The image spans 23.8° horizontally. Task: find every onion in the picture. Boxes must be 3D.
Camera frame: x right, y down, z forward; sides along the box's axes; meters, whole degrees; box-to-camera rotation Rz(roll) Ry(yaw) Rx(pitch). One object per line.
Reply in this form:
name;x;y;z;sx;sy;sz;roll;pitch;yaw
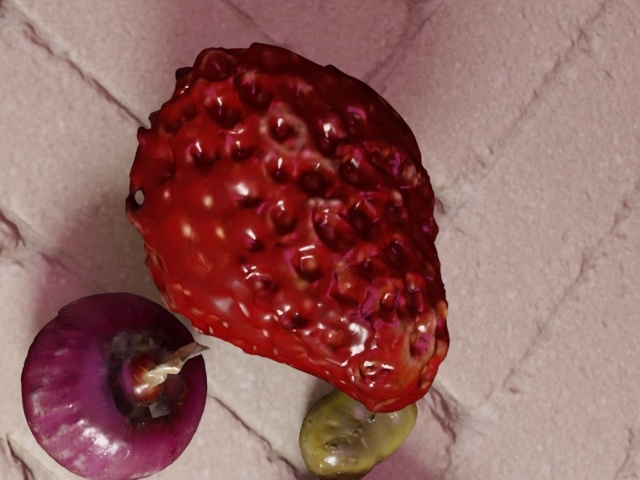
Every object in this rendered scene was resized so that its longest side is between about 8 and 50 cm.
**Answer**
onion;-0.189;0.135;1.399;0.177;0.153;0.177;-1;93;-14

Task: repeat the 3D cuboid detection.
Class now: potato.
potato;0.036;0.188;1.531;0.138;0.070;0.091;-36;92;-29

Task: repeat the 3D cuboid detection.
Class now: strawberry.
strawberry;0.000;0.000;1.385;0.295;0.317;0.345;-32;52;-20
